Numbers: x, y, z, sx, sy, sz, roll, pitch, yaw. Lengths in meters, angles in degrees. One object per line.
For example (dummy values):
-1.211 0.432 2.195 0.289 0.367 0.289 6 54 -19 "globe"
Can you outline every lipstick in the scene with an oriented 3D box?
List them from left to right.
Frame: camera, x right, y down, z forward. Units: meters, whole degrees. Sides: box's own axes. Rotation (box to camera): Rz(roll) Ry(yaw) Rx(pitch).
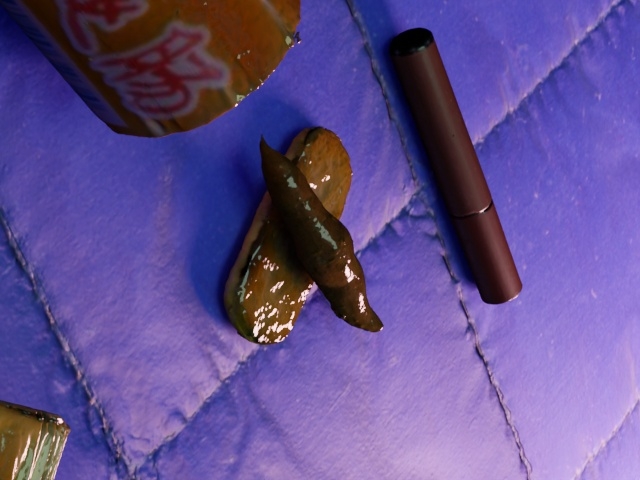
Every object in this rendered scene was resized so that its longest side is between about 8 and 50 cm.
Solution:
0.158 -0.082 2.168 0.057 0.057 0.356 -44 124 -34 "lipstick"

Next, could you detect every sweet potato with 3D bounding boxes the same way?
0.000 0.000 1.965 0.067 0.067 0.274 -52 131 -29 "sweet potato"

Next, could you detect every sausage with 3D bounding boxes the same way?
-0.182 -0.261 1.650 0.233 0.233 0.287 -57 131 -25 "sausage"

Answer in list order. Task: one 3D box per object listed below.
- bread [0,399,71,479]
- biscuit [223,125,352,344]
-0.319 0.183 1.636 0.190 0.132 0.114 28 75 -42 "bread"
-0.032 -0.006 1.995 0.118 0.029 0.247 45 63 -48 "biscuit"
